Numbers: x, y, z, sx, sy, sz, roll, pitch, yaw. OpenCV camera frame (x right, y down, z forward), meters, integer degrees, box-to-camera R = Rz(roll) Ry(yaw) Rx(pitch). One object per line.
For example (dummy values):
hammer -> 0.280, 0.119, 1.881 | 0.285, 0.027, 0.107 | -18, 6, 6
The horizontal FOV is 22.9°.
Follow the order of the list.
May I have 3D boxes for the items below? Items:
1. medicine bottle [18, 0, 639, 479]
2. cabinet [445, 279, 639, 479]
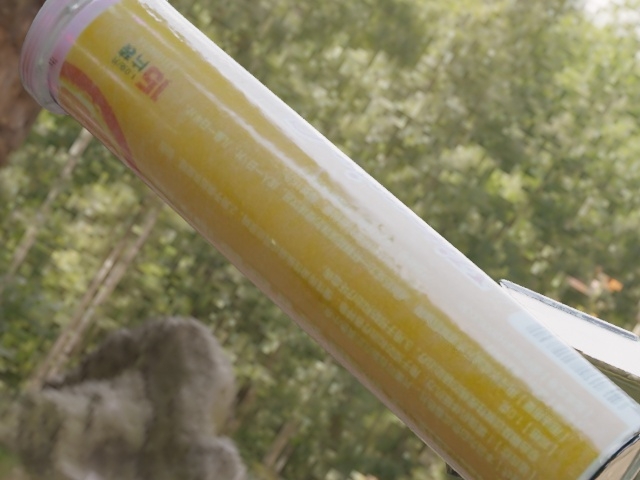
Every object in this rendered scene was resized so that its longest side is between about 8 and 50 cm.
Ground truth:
medicine bottle -> 0.000, 0.000, 0.892 | 0.426, 0.108, 0.108 | 42, 6, 24
cabinet -> 0.196, 0.144, 1.354 | 0.145, 0.150, 0.206 | 23, 9, -1
